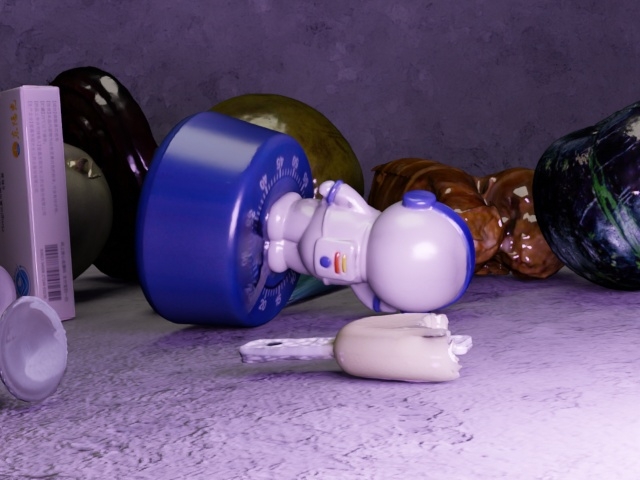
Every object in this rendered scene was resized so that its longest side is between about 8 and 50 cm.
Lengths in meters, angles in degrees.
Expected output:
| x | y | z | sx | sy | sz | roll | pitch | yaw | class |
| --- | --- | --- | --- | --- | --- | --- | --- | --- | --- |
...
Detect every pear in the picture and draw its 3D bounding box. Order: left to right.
| x | y | z | sx | sy | sz | roll | pitch | yaw | class |
| --- | --- | --- | --- | --- | --- | --- | --- | --- | --- |
| -0.101 | -0.105 | 2.171 | 0.352 | 0.352 | 0.413 | -8 | 12 | -18 | pear |

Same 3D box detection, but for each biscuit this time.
| x | y | z | sx | sy | sz | roll | pitch | yaw | class |
| --- | --- | --- | --- | --- | --- | --- | --- | --- | --- |
| -0.404 | -0.117 | 2.209 | 0.091 | 0.407 | 0.407 | -23 | 13 | -31 | biscuit |

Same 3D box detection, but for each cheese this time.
| x | y | z | sx | sy | sz | roll | pitch | yaw | class |
| --- | --- | --- | --- | --- | --- | --- | --- | --- | --- |
| 0.032 | 0.101 | 1.126 | 0.235 | 0.050 | 0.127 | -6 | 7 | 22 | cheese |

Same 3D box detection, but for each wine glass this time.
| x | y | z | sx | sy | sz | roll | pitch | yaw | class |
| --- | --- | --- | --- | --- | --- | --- | --- | --- | --- |
| -0.369 | 0.115 | 1.181 | 0.231 | 0.103 | 0.103 | -8 | 4 | 28 | wine glass |

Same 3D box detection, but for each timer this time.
| x | y | z | sx | sy | sz | roll | pitch | yaw | class |
| --- | --- | --- | --- | --- | --- | --- | --- | --- | --- |
| 0.000 | 0.000 | 1.455 | 0.383 | 0.270 | 0.270 | 10 | 11 | 21 | timer |

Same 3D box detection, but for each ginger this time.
| x | y | z | sx | sy | sz | roll | pitch | yaw | class |
| --- | --- | --- | --- | --- | --- | --- | --- | --- | --- |
| 0.212 | -0.027 | 1.714 | 0.254 | 0.176 | 0.418 | 0 | 5 | -19 | ginger |

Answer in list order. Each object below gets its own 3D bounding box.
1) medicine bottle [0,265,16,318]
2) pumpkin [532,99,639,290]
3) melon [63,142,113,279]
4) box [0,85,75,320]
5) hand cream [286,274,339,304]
| x | y | z | sx | sy | sz | roll | pitch | yaw | class |
| --- | --- | --- | --- | --- | --- | --- | --- | --- | --- |
| -0.541 | 0.084 | 1.750 | 0.187 | 0.103 | 0.103 | -3 | 6 | 33 | medicine bottle |
| 0.412 | -0.055 | 1.437 | 0.315 | 0.238 | 0.315 | -23 | -3 | -1 | pumpkin |
| -0.488 | -0.035 | 2.038 | 0.308 | 0.272 | 0.272 | -42 | 5 | 1 | melon |
| -0.453 | -0.052 | 1.814 | 0.065 | 0.343 | 0.200 | -6 | 3 | -39 | box |
| -0.028 | 0.065 | 1.729 | 0.083 | 0.048 | 0.224 | -3 | 12 | 38 | hand cream |
